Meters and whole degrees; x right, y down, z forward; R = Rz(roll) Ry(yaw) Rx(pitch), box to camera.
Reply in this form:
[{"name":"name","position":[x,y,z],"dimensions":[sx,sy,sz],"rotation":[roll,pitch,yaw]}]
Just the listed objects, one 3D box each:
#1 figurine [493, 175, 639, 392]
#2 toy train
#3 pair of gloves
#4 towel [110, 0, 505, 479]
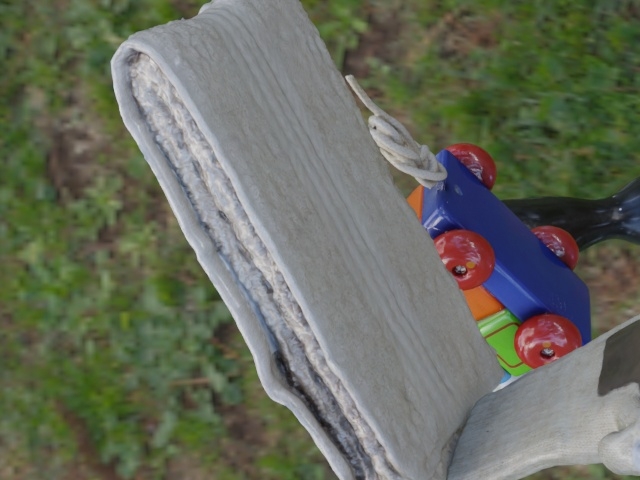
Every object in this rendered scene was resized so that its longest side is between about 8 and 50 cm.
[{"name":"figurine","position":[0.224,0.056,1.533],"dimensions":[0.092,0.209,0.215],"rotation":[-173,71,-76]},{"name":"toy train","position":[0.047,0.006,1.209],"dimensions":[0.143,0.248,0.105],"rotation":[-32,31,29]},{"name":"pair of gloves","position":[0.138,0.118,0.900],"dimensions":[0.204,0.240,0.042],"rotation":[-33,113,32]},{"name":"towel","position":[0.000,0.000,1.020],"dimensions":[0.049,0.187,0.282],"rotation":[-25,98,25]}]
